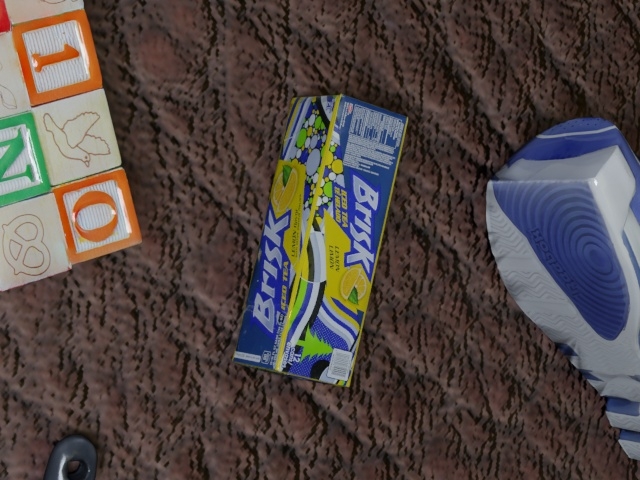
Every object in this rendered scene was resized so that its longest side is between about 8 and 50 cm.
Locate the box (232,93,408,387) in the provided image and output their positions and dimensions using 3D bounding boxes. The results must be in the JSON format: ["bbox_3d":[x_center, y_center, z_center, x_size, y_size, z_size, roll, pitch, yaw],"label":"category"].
[{"bbox_3d":[0.000,0.000,1.017,0.054,0.059,0.169,16,84,-30],"label":"box"}]

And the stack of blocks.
[{"bbox_3d":[-0.217,-0.117,0.860,0.171,0.087,0.297,-19,102,-30],"label":"stack of blocks"}]

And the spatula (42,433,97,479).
[{"bbox_3d":[-0.163,0.254,0.945,0.084,0.030,0.296,10,87,-30],"label":"spatula"}]

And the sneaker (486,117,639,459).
[{"bbox_3d":[0.246,0.021,1.146,0.182,0.127,0.315,-48,122,-25],"label":"sneaker"}]
